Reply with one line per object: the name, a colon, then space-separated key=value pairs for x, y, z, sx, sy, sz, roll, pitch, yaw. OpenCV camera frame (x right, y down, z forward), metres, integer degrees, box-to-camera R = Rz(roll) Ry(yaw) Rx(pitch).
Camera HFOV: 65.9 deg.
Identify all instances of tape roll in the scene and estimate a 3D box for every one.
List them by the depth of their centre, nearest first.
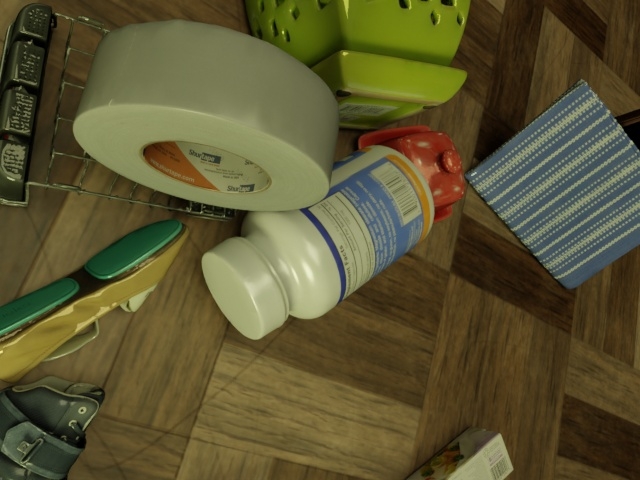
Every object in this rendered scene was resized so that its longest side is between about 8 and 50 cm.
tape roll: x=-0.095 y=-0.095 z=0.442 sx=0.219 sy=0.219 sz=0.072 roll=17 pitch=73 yaw=-28

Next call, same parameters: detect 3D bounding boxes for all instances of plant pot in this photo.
plant pot: x=0.048 y=-0.265 z=0.640 sx=0.228 sy=0.227 sz=0.207 roll=-3 pitch=90 yaw=-32

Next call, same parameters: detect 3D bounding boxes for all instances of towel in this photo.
towel: x=0.452 y=-0.082 z=0.877 sx=0.336 sy=0.243 sz=0.040 roll=42 pitch=19 yaw=-18

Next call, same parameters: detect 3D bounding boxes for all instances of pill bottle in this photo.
pill bottle: x=0.000 y=0.000 z=0.604 sx=0.272 sy=0.152 sz=0.152 roll=-32 pitch=99 yaw=-30

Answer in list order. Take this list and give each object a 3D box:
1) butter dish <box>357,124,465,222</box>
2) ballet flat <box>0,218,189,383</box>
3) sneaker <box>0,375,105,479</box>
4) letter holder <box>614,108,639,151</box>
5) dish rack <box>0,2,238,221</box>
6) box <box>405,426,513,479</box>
butter dish: x=0.158 y=-0.104 z=0.736 sx=0.160 sy=0.118 sz=0.160 roll=-15 pitch=90 yaw=-32
ballet flat: x=-0.233 y=0.058 z=0.512 sx=0.232 sy=0.080 sz=0.073 roll=-33 pitch=127 yaw=-28
sneaker: x=-0.235 y=0.232 z=0.462 sx=0.226 sy=0.086 sz=0.163 roll=47 pitch=64 yaw=-16
letter holder: x=0.601 y=-0.166 z=0.905 sx=0.214 sy=0.302 sz=0.152 roll=-22 pitch=94 yaw=-32
dish rack: x=-0.205 y=-0.127 z=0.551 sx=0.271 sy=0.074 sz=0.208 roll=9 pitch=79 yaw=-31
box: x=0.139 y=0.369 z=0.678 sx=0.324 sy=0.063 sz=0.067 roll=-23 pitch=93 yaw=-32
